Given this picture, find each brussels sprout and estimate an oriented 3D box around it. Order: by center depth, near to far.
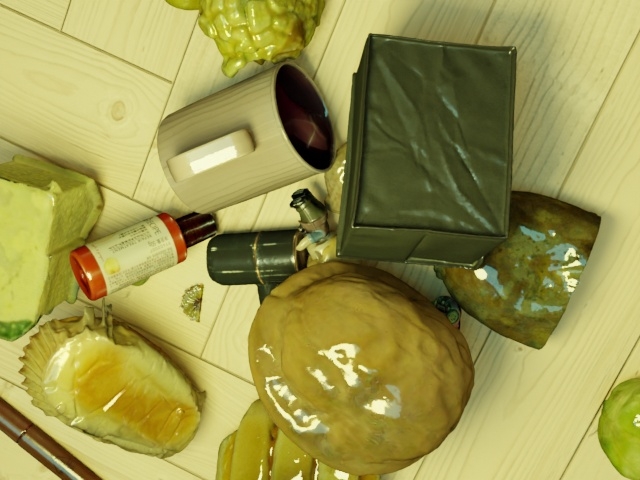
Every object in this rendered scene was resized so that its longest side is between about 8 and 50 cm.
[{"bbox_3d":[0.611,0.346,1.736,0.223,0.161,0.223,5,104,19],"label":"brussels sprout"}]

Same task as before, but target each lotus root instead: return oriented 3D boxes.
[{"bbox_3d":[0.330,0.030,1.736,0.260,0.149,0.267,25,104,5],"label":"lotus root"}]

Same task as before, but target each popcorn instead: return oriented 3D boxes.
[{"bbox_3d":[-0.102,-0.395,1.698,0.181,0.235,0.216,7,103,41],"label":"popcorn"}]

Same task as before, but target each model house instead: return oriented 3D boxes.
[{"bbox_3d":[-0.579,-0.010,1.863,0.261,0.266,0.321,17,107,9],"label":"model house"}]

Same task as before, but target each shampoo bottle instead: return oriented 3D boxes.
[{"bbox_3d":[-0.327,0.014,1.836,0.278,0.104,0.104,-25,99,-26],"label":"shampoo bottle"}]

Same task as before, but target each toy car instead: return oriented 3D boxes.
[{"bbox_3d":[0.236,0.175,1.834,0.055,0.069,0.142,-3,105,-29],"label":"toy car"}]

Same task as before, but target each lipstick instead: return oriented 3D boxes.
[{"bbox_3d":[-0.598,0.448,2.086,0.357,0.057,0.057,38,108,2],"label":"lipstick"}]

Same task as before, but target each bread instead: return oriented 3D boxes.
[{"bbox_3d":[-0.402,0.283,1.865,0.236,0.183,0.388,-46,128,-8],"label":"bread"},{"bbox_3d":[-0.051,0.470,1.892,0.341,0.210,0.300,12,103,10],"label":"bread"}]

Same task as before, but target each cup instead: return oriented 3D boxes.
[{"bbox_3d":[-0.134,-0.160,1.717,0.273,0.288,0.208,-18,125,24],"label":"cup"}]

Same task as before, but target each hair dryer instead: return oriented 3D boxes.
[{"bbox_3d":[-0.106,0.151,1.891,0.189,0.107,0.352,-3,108,16],"label":"hair dryer"}]

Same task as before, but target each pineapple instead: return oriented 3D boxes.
[{"bbox_3d":[-0.261,0.124,1.953,0.045,0.019,0.083,13,108,6],"label":"pineapple"}]

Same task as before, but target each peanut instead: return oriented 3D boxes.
[{"bbox_3d":[0.075,-0.147,1.781,0.104,0.085,0.228,35,110,-7],"label":"peanut"}]

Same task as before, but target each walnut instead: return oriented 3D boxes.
[{"bbox_3d":[0.081,0.219,1.681,0.384,0.383,0.383,3,103,12],"label":"walnut"}]

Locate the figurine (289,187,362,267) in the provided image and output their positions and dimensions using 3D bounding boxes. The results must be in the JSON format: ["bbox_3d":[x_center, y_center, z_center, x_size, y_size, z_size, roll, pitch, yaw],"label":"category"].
[{"bbox_3d":[0.000,0.000,1.799,0.108,0.114,0.196,-29,114,13],"label":"figurine"}]

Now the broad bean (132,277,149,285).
[{"bbox_3d":[-0.369,0.060,1.951,0.083,0.045,0.063,-26,95,25],"label":"broad bean"}]

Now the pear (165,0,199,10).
[{"bbox_3d":[-0.225,-0.481,1.753,0.104,0.141,0.141,29,109,-18],"label":"pear"}]

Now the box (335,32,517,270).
[{"bbox_3d":[0.171,-0.143,1.604,0.251,0.204,0.345,5,78,-5],"label":"box"}]
